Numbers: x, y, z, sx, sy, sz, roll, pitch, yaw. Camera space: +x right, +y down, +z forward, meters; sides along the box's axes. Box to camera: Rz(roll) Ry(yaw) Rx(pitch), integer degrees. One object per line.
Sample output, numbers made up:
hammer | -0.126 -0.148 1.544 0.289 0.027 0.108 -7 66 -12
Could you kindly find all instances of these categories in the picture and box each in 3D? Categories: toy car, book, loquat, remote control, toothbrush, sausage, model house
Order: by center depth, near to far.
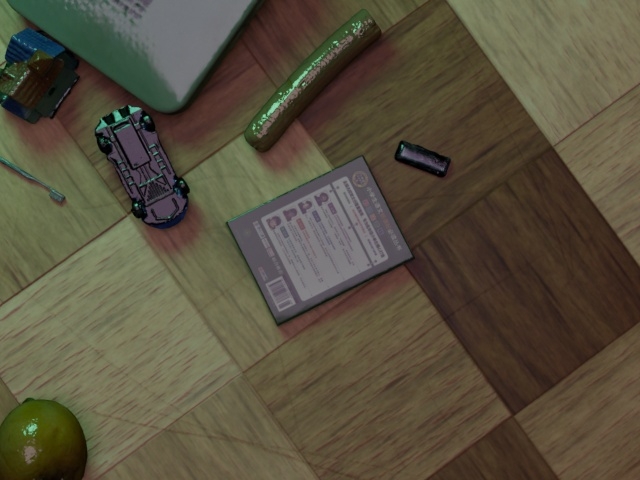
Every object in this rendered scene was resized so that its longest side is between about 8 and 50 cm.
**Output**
loquat | -0.454 0.335 1.708 0.149 0.204 0.172 -9 132 -15
model house | -0.478 -0.280 1.735 0.119 0.148 0.148 34 84 0
toy car | -0.295 -0.121 1.780 0.103 0.063 0.216 -27 95 -3
toothbrush | -0.506 -0.113 1.794 0.167 0.011 0.014 32 92 -1
sausage | -0.017 -0.270 1.803 0.066 0.066 0.301 44 84 0
book | 0.000 0.000 1.807 0.264 0.027 0.202 -27 88 -3
remote control | 0.177 -0.142 1.829 0.096 0.014 0.039 21 86 -3

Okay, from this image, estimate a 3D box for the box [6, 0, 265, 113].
box | -0.284 -0.449 1.759 0.367 0.090 0.373 36 95 -5
